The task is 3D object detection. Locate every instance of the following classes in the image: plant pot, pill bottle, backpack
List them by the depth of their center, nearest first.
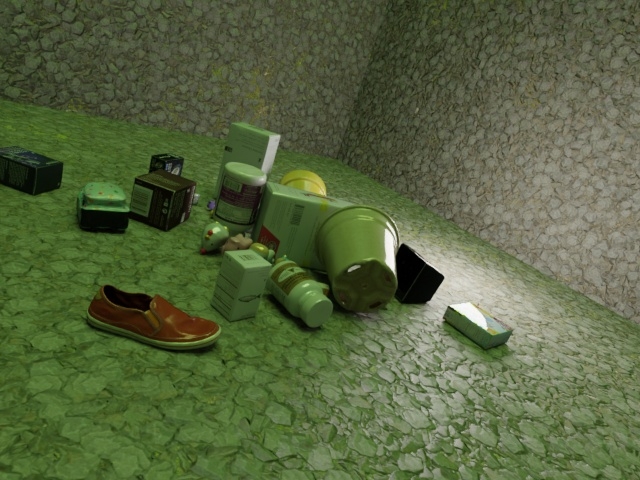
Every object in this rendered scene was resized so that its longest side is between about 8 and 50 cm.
[{"bbox_3d":[-0.066,0.172,1.535,0.131,0.131,0.229,2,25,-40],"label":"pill bottle"},{"bbox_3d":[-0.769,-0.128,1.686,0.165,0.145,0.188,-2,24,-34],"label":"backpack"},{"bbox_3d":[0.147,0.086,1.733,0.333,0.334,0.305,15,28,-11],"label":"plant pot"},{"bbox_3d":[-0.328,-0.140,1.883,0.169,0.302,0.169,17,20,-6],"label":"pill bottle"},{"bbox_3d":[0.394,0.151,1.976,0.166,0.188,0.188,22,15,-30],"label":"plant pot"},{"bbox_3d":[-0.096,-0.178,2.339,0.253,0.254,0.239,15,35,-10],"label":"plant pot"}]

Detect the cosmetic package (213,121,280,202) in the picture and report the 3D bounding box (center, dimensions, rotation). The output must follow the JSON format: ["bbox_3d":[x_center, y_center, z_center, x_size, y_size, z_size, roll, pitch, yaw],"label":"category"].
[{"bbox_3d":[-0.360,-0.359,2.335,0.217,0.385,0.156,20,18,10],"label":"cosmetic package"}]

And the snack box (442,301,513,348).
[{"bbox_3d":[0.606,0.322,1.849,0.174,0.070,0.207,1,25,-43],"label":"snack box"}]

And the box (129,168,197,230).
[{"bbox_3d":[-0.617,-0.163,1.880,0.166,0.169,0.203,19,20,4],"label":"box"}]

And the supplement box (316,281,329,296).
[{"bbox_3d":[-0.025,0.177,1.666,0.098,0.062,0.036,14,19,-11],"label":"supplement box"}]

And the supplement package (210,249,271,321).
[{"bbox_3d":[-0.236,0.130,1.414,0.105,0.179,0.105,32,23,34],"label":"supplement package"}]

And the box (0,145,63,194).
[{"bbox_3d":[-1.106,-0.265,1.792,0.207,0.108,0.153,19,18,1],"label":"box"}]

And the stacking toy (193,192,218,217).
[{"bbox_3d":[-0.469,-0.160,2.201,0.167,0.052,0.221,31,21,28],"label":"stacking toy"}]

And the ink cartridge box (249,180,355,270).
[{"bbox_3d":[-0.061,-0.047,1.921,0.384,0.279,0.160,12,19,-20],"label":"ink cartridge box"}]

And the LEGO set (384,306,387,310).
[{"bbox_3d":[0.209,0.241,1.781,0.083,0.023,0.054,33,22,1],"label":"LEGO set"}]

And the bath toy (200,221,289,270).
[{"bbox_3d":[-0.286,0.042,1.710,0.348,0.151,0.129,24,55,17],"label":"bath toy"}]

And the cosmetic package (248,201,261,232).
[{"bbox_3d":[-0.240,-0.090,2.102,0.237,0.127,0.107,15,19,-17],"label":"cosmetic package"}]

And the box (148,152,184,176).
[{"bbox_3d":[-0.693,-0.288,2.133,0.077,0.180,0.147,21,18,10],"label":"box"}]

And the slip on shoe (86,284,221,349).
[{"bbox_3d":[-0.411,0.192,1.205,0.331,0.101,0.123,17,17,-9],"label":"slip on shoe"}]
